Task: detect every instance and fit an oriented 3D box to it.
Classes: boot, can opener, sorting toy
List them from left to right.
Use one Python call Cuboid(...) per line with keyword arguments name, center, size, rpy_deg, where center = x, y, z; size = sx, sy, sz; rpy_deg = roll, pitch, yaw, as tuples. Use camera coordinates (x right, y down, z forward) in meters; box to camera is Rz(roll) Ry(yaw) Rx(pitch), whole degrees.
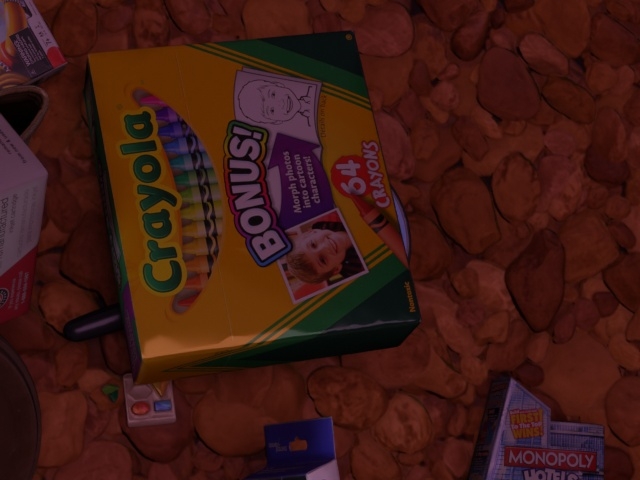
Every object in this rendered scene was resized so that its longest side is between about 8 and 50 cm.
Cuboid(name="boot", center=(-0.390, -0.087, 1.818), size=(0.213, 0.165, 0.077), rpy_deg=(-37, 94, -22))
Cuboid(name="sorting toy", center=(-0.206, 0.180, 1.925), size=(0.083, 0.012, 0.062), rpy_deg=(-4, 83, -20))
Cuboid(name="can opener", center=(-0.200, 0.080, 1.918), size=(0.186, 0.059, 0.073), rpy_deg=(-14, 87, -21))

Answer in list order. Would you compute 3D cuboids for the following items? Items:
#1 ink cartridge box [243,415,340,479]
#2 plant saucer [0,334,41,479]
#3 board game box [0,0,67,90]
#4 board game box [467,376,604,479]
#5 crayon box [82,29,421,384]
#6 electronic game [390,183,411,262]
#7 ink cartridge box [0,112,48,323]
Cuboid(name="ink cartridge box", center=(-0.027, 0.303, 1.868), size=(0.045, 0.206, 0.208), rpy_deg=(-6, 83, -24))
Cuboid(name="plant saucer", center=(-0.408, 0.212, 1.782), size=(0.278, 0.041, 0.278), rpy_deg=(-4, 97, -39))
Cuboid(name="board game box", center=(-0.442, -0.283, 1.890), size=(0.193, 0.053, 0.305), rpy_deg=(-31, 93, -20))
Cuboid(name="board game box", center=(0.262, 0.266, 2.052), size=(0.194, 0.060, 0.194), rpy_deg=(5, 81, -19))
Cuboid(name="crayon box", center=(-0.083, -0.043, 1.904), size=(0.313, 0.106, 0.363), rpy_deg=(-7, 71, -17))
Cuboid(name="electronic game", center=(0.000, 0.000, 2.006), size=(0.229, 0.048, 0.229), rpy_deg=(3, 81, -19))
Cuboid(name="ink cartridge box", center=(-0.434, 0.016, 1.657), size=(0.306, 0.226, 0.131), rpy_deg=(-25, 60, -33))
